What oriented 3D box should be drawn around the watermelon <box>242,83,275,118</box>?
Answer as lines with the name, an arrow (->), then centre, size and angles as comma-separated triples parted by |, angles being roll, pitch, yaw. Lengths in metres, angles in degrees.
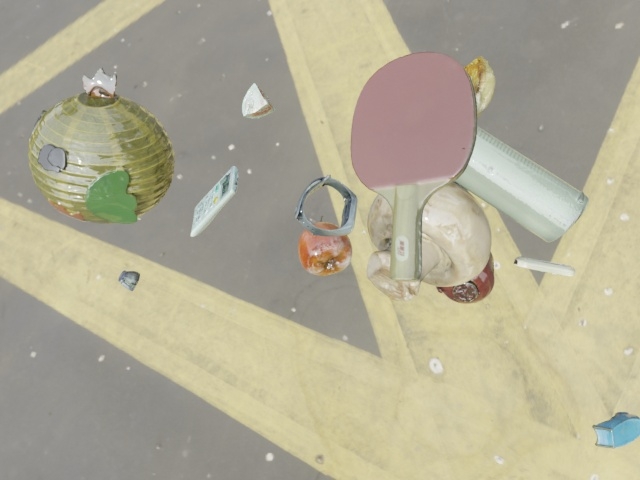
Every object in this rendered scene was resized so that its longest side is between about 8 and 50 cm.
watermelon -> -0.149, -0.324, 1.161 | 0.061, 0.085, 0.085 | 13, 70, 53

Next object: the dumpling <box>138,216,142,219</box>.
dumpling -> -0.537, -0.083, 1.343 | 0.076, 0.052, 0.057 | -8, 47, -19

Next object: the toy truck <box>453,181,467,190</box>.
toy truck -> 0.448, -0.282, 1.604 | 0.154, 0.156, 0.279 | -14, 51, -24

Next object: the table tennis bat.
table tennis bat -> 0.093, -0.080, 0.510 | 0.138, 0.022, 0.247 | -1, 80, 31

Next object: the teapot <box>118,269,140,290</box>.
teapot -> -0.660, 0.138, 1.666 | 0.066, 0.057, 0.088 | -48, 35, 14

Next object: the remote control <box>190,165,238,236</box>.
remote control -> -0.332, -0.114, 1.515 | 0.293, 0.051, 0.103 | -38, 42, 43

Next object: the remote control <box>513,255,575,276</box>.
remote control -> 0.837, 0.096, 1.813 | 0.221, 0.078, 0.042 | 12, 100, 4

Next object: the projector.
projector -> 0.305, -0.131, 0.878 | 0.337, 0.108, 0.108 | 34, 82, 4

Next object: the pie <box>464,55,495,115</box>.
pie -> 0.577, -0.556, 1.890 | 0.092, 0.315, 0.315 | 20, 70, -11

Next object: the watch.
watch -> 0.021, -0.110, 1.538 | 0.192, 0.068, 0.206 | 18, 62, -13

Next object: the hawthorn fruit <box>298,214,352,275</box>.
hawthorn fruit -> 0.003, 0.034, 2.094 | 0.262, 0.235, 0.231 | 27, 104, 32

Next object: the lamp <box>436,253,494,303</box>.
lamp -> 0.451, 0.094, 1.518 | 0.180, 0.180, 0.258 | -10, 24, 22

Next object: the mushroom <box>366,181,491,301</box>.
mushroom -> 0.227, 0.012, 1.111 | 0.297, 0.298, 0.290 | 19, 60, 33

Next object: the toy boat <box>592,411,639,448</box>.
toy boat -> 0.839, 0.528, 1.370 | 0.077, 0.185, 0.075 | -12, 87, 64

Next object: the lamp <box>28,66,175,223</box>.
lamp -> -0.387, -0.167, 0.874 | 0.250, 0.284, 0.250 | 10, 37, -7
